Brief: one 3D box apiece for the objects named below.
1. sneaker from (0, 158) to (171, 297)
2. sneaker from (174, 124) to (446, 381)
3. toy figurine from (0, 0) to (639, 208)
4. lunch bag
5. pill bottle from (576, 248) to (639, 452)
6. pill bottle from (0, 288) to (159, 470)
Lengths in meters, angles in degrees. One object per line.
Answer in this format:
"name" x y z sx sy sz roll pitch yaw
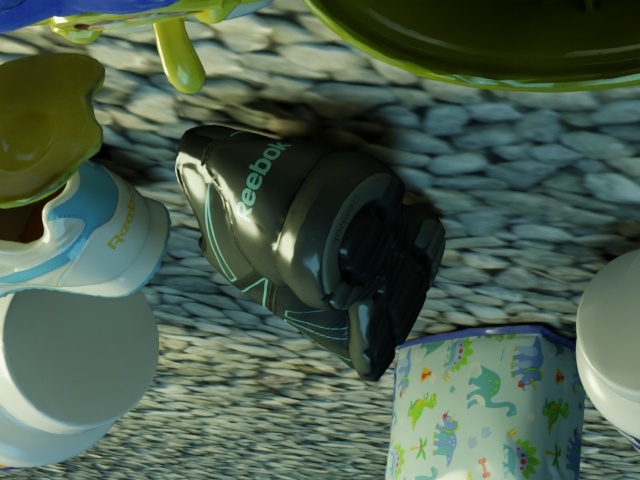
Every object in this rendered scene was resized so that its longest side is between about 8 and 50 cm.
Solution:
"sneaker" -0.203 -0.009 0.912 0.228 0.087 0.092 -9 151 28
"sneaker" 0.000 0.000 0.858 0.106 0.101 0.267 24 167 18
"toy figurine" -0.038 -0.123 0.432 0.362 0.191 0.217 -7 -170 22
"lunch bag" 0.115 0.135 1.152 0.151 0.129 0.096 -6 158 37
"pill bottle" 0.212 0.071 0.921 0.112 0.112 0.186 1 163 22
"pill bottle" -0.225 0.088 1.111 0.152 0.152 0.272 17 162 -29
